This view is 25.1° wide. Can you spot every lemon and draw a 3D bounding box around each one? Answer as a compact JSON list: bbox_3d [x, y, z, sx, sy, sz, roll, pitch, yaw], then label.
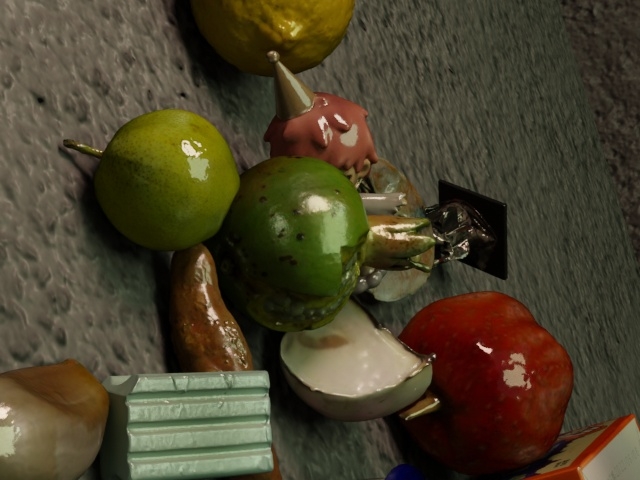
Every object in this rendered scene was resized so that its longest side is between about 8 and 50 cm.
[{"bbox_3d":[-0.073,-0.380,2.114,0.253,0.253,0.310,40,30,-43],"label":"lemon"}]

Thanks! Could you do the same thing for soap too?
[{"bbox_3d":[-0.148,0.207,1.605,0.198,0.066,0.119,3,80,-41],"label":"soap"}]

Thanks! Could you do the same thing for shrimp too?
[{"bbox_3d":[0.064,-0.037,2.274,0.360,0.085,0.247,34,50,-37],"label":"shrimp"}]

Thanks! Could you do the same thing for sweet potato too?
[{"bbox_3d":[-0.122,0.166,1.747,0.106,0.095,0.354,-7,74,-60],"label":"sweet potato"}]

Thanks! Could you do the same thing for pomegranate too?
[{"bbox_3d":[0.000,0.000,1.896,0.302,0.236,0.236,-7,72,-24],"label":"pomegranate"}]

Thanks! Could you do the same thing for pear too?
[{"bbox_3d":[-0.207,-0.082,1.746,0.216,0.166,0.180,20,42,-3],"label":"pear"}]

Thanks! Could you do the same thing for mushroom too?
[{"bbox_3d":[0.016,0.184,1.986,0.162,0.173,0.236,-35,59,-28],"label":"mushroom"}]

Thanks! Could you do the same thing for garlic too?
[{"bbox_3d":[-0.292,0.196,1.415,0.143,0.112,0.318,65,15,1],"label":"garlic"}]

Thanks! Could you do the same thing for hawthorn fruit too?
[{"bbox_3d":[0.223,0.228,2.194,0.330,0.287,0.287,-13,81,-50],"label":"hawthorn fruit"}]

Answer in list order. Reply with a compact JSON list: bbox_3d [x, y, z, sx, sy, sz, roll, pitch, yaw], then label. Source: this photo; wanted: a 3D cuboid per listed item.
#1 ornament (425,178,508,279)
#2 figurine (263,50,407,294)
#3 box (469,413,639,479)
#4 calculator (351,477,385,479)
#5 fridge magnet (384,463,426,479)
[{"bbox_3d":[0.199,0.011,2.483,0.196,0.166,0.153,-27,126,-37],"label":"ornament"},{"bbox_3d":[0.006,-0.095,2.036,0.166,0.207,0.387,-60,145,-44],"label":"figurine"},{"bbox_3d":[0.399,0.491,2.291,0.349,0.257,0.318,-19,87,-63],"label":"box"},{"bbox_3d":[0.066,0.381,1.999,0.175,0.032,0.100,12,59,-59],"label":"calculator"},{"bbox_3d":[0.087,0.419,1.848,0.265,0.113,0.265,5,90,-72],"label":"fridge magnet"}]
